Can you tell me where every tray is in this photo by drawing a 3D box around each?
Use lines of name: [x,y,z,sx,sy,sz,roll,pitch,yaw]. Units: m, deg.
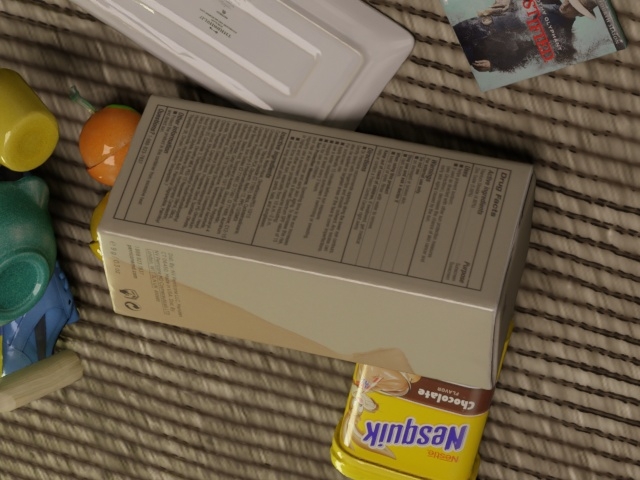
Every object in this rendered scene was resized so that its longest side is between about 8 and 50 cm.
tray: [-0.074,-0.173,1.524,0.270,0.030,0.145,33,124,-5]

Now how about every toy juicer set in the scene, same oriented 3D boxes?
toy juicer set: [-0.244,0.016,1.608,0.089,0.209,0.329,37,115,35]

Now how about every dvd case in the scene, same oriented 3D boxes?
dvd case: [0.158,-0.165,1.467,0.119,0.013,0.087,-15,115,24]

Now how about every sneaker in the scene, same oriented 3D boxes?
sneaker: [-0.249,0.028,1.692,0.082,0.069,0.209,-3,116,-20]

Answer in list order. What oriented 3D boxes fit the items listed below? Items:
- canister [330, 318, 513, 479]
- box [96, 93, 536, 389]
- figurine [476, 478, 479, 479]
canister: [0.084,0.125,1.637,0.126,0.073,0.170,16,123,7]
box: [0.000,0.000,1.524,0.311,0.148,0.121,12,146,11]
figurine: [0.130,0.327,1.665,0.215,0.209,0.092,43,123,-12]
